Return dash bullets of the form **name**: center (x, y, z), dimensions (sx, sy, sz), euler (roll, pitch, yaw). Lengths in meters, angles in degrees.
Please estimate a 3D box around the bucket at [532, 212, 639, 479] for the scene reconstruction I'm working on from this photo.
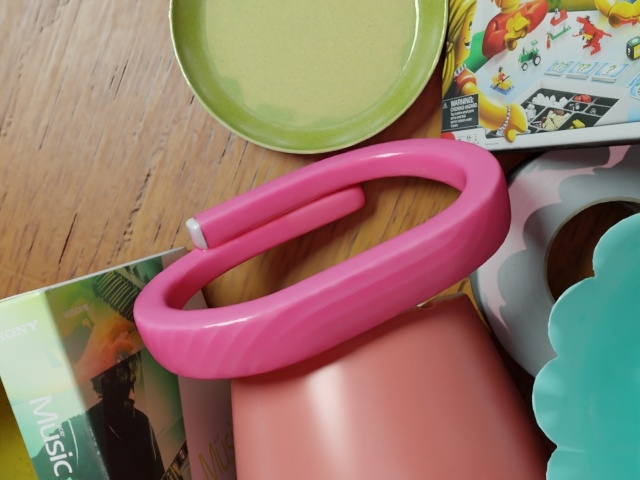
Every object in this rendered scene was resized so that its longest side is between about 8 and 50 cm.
- **bucket**: center (0.290, 0.100, 0.386), dimensions (0.183, 0.281, 0.281), euler (17, 97, -36)

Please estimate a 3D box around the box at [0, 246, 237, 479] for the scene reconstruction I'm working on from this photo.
- **box**: center (-0.119, 0.173, 0.534), dimensions (0.058, 0.232, 0.322), euler (-20, 93, 13)

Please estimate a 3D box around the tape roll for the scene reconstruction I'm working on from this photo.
- **tape roll**: center (0.239, 0.020, 0.571), dimensions (0.219, 0.072, 0.219), euler (0, 95, 5)

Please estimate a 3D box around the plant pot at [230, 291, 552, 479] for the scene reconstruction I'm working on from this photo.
- **plant pot**: center (0.055, 0.180, 0.517), dimensions (0.275, 0.275, 0.243), euler (-16, 82, 6)

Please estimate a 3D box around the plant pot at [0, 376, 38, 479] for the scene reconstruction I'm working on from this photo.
- **plant pot**: center (-0.247, 0.158, 0.614), dimensions (0.134, 0.095, 0.134), euler (0, 95, 5)

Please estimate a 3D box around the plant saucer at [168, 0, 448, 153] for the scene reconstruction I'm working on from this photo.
- **plant saucer**: center (-0.011, -0.196, 0.596), dimensions (0.241, 0.037, 0.240), euler (0, 95, 6)

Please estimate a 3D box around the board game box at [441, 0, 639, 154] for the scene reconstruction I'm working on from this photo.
- **board game box**: center (0.186, -0.160, 0.454), dimensions (0.053, 0.305, 0.192), euler (-1, 94, -23)

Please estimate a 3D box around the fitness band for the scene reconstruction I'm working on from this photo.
- **fitness band**: center (0.000, 0.000, 0.505), dimensions (0.291, 0.209, 0.054), euler (-26, 115, -14)
